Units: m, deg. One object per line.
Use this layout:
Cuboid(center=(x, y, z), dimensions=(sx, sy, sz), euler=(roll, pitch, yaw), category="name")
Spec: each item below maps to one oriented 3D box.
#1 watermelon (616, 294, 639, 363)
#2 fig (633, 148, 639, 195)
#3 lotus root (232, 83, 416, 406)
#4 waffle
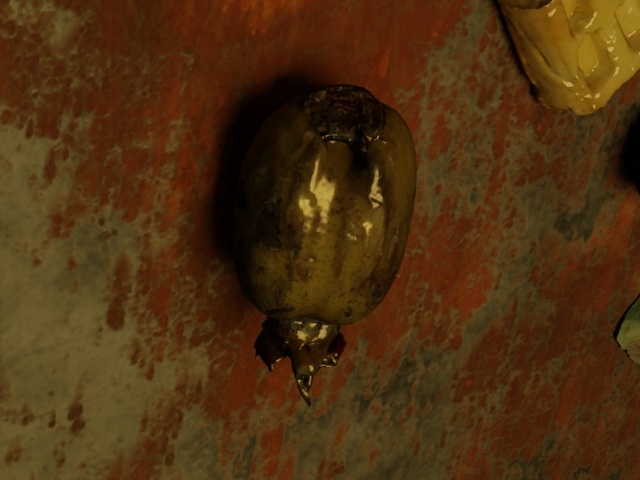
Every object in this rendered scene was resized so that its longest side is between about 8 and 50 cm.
Cuboid(center=(0.398, 0.068, 2.090), dimensions=(0.180, 0.081, 0.094), euler=(-44, 163, 2), category="watermelon")
Cuboid(center=(0.362, -0.097, 1.915), dimensions=(0.103, 0.109, 0.154), euler=(14, 81, -28), category="fig")
Cuboid(center=(-0.001, -0.001, 1.646), dimensions=(0.154, 0.154, 0.278), euler=(-13, 125, -32), category="lotus root")
Cuboid(center=(0.289, -0.243, 1.771), dimensions=(0.274, 0.057, 0.168), euler=(-41, 137, -9), category="waffle")
